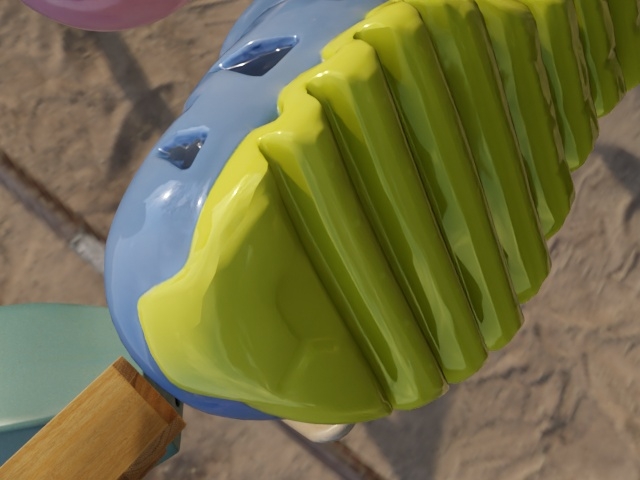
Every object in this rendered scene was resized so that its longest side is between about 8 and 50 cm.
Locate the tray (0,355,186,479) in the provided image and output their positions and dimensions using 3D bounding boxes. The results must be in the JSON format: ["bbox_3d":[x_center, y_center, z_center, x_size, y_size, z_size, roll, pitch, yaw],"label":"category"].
[{"bbox_3d":[-0.275,0.256,0.957,0.076,0.203,0.411,46,127,-1],"label":"tray"}]

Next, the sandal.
[{"bbox_3d":[0.021,-0.052,0.459,0.138,0.317,0.126,5,122,30],"label":"sandal"}]

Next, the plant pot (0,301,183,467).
[{"bbox_3d":[-0.265,0.164,1.353,0.234,0.165,0.165,-10,140,14],"label":"plant pot"}]

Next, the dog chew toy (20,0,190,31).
[{"bbox_3d":[-0.183,-0.303,1.102,0.207,0.332,0.206,-5,119,-9],"label":"dog chew toy"}]

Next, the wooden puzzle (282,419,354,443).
[{"bbox_3d":[0.000,0.000,0.895,0.044,0.221,0.238,7,92,-18],"label":"wooden puzzle"}]
